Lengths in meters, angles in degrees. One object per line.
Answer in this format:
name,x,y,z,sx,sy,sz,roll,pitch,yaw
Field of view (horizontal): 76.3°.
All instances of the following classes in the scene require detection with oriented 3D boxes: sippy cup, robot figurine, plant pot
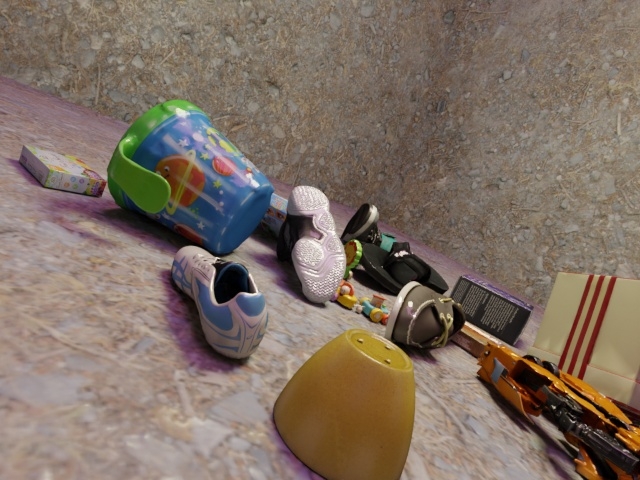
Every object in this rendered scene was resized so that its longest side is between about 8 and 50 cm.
sippy cup,-0.219,-0.099,0.758,0.224,0.240,0.305,36,50,6
robot figurine,0.378,0.261,0.606,0.210,0.085,0.291,21,10,-18
plant pot,0.036,0.142,0.383,0.134,0.095,0.134,23,10,-5

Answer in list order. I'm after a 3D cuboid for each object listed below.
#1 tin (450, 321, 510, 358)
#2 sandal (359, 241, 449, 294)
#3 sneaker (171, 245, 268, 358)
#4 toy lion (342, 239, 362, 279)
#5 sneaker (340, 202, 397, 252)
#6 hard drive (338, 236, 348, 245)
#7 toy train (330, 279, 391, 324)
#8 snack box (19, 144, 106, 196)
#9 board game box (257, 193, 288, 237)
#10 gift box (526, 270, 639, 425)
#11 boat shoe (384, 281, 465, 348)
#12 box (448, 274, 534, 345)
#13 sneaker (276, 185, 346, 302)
tin,0.324,0.211,0.885,0.189,0.040,0.106,32,8,40
sandal,0.257,0.067,1.172,0.445,0.107,0.168,13,34,-51
sneaker,-0.126,0.052,0.512,0.085,0.086,0.237,15,12,-37
toy lion,0.064,0.041,0.993,0.034,0.096,0.100,19,10,-25
sneaker,0.167,-0.004,1.247,0.178,0.124,0.295,27,-16,-3
hard drive,0.000,0.000,1.182,0.254,0.054,0.172,28,11,20
toy train,0.075,0.106,0.819,0.166,0.046,0.125,26,10,11
snack box,-0.486,-0.131,0.768,0.141,0.037,0.100,30,13,33
board game box,-0.100,-0.052,1.031,0.211,0.039,0.160,28,-25,18
gift box,0.584,0.222,0.773,0.254,0.258,0.276,24,-5,-11
boat shoe,0.198,0.142,0.738,0.091,0.109,0.305,24,5,27
box,0.482,0.190,1.161,0.207,0.108,0.153,28,10,26
sneaker,-0.026,0.029,0.830,0.101,0.153,0.269,4,52,-18
